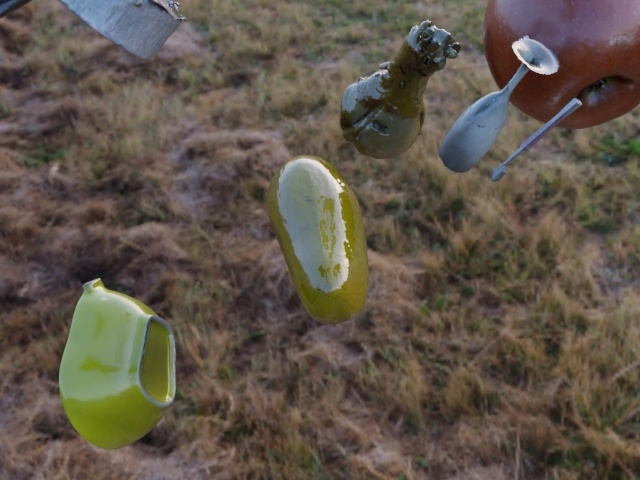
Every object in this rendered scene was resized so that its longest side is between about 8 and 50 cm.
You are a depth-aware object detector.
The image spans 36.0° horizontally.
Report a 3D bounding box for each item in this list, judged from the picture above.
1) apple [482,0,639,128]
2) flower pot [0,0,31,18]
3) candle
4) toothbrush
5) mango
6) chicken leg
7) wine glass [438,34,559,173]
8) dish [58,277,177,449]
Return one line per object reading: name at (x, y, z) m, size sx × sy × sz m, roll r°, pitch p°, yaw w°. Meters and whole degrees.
apple at (0.448, -0.356, 1.690) m, size 0.349 × 0.348 × 0.277 m, roll -12°, pitch 64°, yaw -2°
flower pot at (-0.436, -0.352, 1.102) m, size 0.269 × 0.166 × 0.269 m, roll -24°, pitch -2°, yaw -1°
candle at (-0.223, -0.260, 1.007) m, size 0.068 × 0.168 × 0.192 m, roll -52°, pitch 18°, yaw 8°
toothbrush at (0.337, -0.157, 1.561) m, size 0.014 × 0.194 × 0.017 m, roll 15°, pitch 43°, yaw -37°
mango at (0.001, 0.003, 1.502) m, size 0.142 × 0.195 × 0.331 m, roll -16°, pitch 49°, yaw 3°
chicken leg at (0.159, -0.289, 1.929) m, size 0.201 × 0.429 × 0.152 m, roll 17°, pitch 63°, yaw -10°
wine glass at (0.218, -0.164, 1.238) m, size 0.066 × 0.198 × 0.066 m, roll 14°, pitch 50°, yaw -17°
dish at (-0.294, 0.191, 1.546) m, size 0.108 × 0.221 × 0.262 m, roll -10°, pitch 60°, yaw 21°
